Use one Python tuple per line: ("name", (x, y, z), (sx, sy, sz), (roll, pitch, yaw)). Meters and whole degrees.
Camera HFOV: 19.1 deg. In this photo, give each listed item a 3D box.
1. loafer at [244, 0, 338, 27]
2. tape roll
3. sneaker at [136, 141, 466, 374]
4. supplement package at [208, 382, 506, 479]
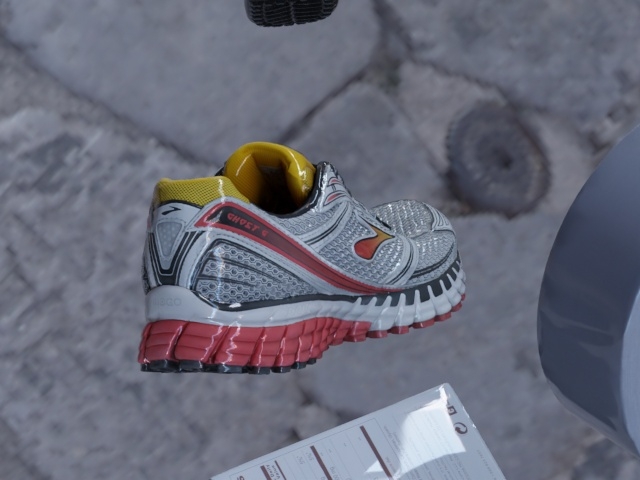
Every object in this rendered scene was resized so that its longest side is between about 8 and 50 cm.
("loafer", (-0.024, -0.202, 1.160), (0.080, 0.220, 0.078), (-7, 75, -9))
("tape roll", (0.230, 0.026, 1.100), (0.219, 0.219, 0.072), (-17, 32, -31))
("sneaker", (0.000, 0.000, 0.850), (0.225, 0.088, 0.093), (-13, 101, -62))
("supplement package", (0.018, 0.183, 1.202), (0.179, 0.105, 0.105), (-19, 67, -25))
